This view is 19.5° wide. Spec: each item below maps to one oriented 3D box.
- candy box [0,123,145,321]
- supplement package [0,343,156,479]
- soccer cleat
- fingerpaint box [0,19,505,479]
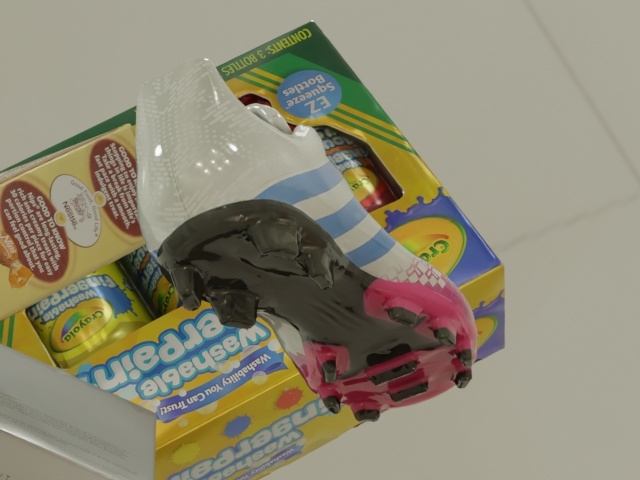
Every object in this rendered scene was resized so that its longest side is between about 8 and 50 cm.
[{"bbox_3d":[-0.272,0.029,1.243,0.183,0.087,0.316,-15,11,47],"label":"candy box"},{"bbox_3d":[-0.241,0.206,1.447,0.293,0.178,0.175,-121,55,-82],"label":"supplement package"},{"bbox_3d":[0.000,0.000,1.085,0.116,0.143,0.331,-24,-29,16],"label":"soccer cleat"},{"bbox_3d":[-0.102,0.036,1.814,0.445,0.371,0.163,-27,-33,-12],"label":"fingerpaint box"}]
